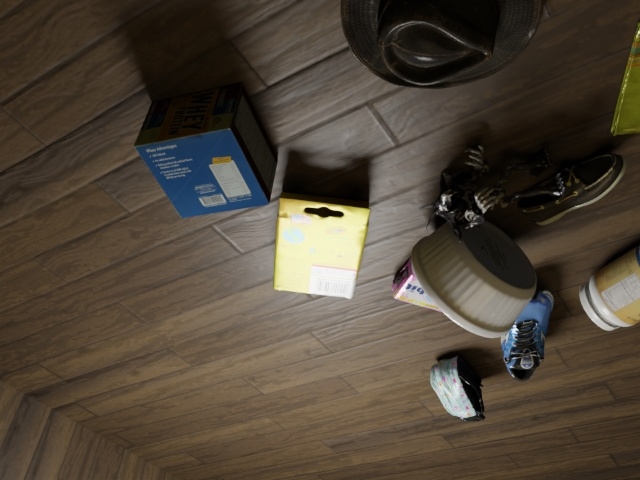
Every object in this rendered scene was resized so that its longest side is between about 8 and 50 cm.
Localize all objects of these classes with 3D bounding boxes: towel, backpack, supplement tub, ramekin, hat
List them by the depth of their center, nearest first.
[{"bbox_3d":[0.193,-0.338,1.071,0.331,0.134,0.331,4,138,3],"label":"hat"},{"bbox_3d":[0.587,-0.282,1.170,0.102,0.021,0.237,0,139,9],"label":"towel"},{"bbox_3d":[0.337,0.063,1.421,0.272,0.273,0.127,24,125,-20],"label":"ramekin"},{"bbox_3d":[0.707,0.106,1.502,0.144,0.144,0.200,25,136,-20],"label":"supplement tub"},{"bbox_3d":[0.394,0.420,1.904,0.115,0.152,0.182,-24,119,18],"label":"backpack"}]

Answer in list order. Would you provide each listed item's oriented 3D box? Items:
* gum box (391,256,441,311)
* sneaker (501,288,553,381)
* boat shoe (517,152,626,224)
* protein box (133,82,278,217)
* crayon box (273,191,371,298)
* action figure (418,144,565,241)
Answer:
[{"bbox_3d":[0.276,0.111,1.623,0.188,0.062,0.107,16,138,-11],"label":"gum box"},{"bbox_3d":[0.526,0.245,1.682,0.129,0.147,0.330,-3,137,11],"label":"sneaker"},{"bbox_3d":[0.499,-0.107,1.333,0.068,0.081,0.227,24,138,-25],"label":"boat shoe"},{"bbox_3d":[-0.217,-0.171,1.307,0.199,0.136,0.201,-8,137,16],"label":"protein box"},{"bbox_3d":[0.000,0.000,1.517,0.202,0.081,0.319,7,140,-2],"label":"crayon box"},{"bbox_3d":[0.323,-0.105,1.308,0.275,0.164,0.141,-17,147,12],"label":"action figure"}]
